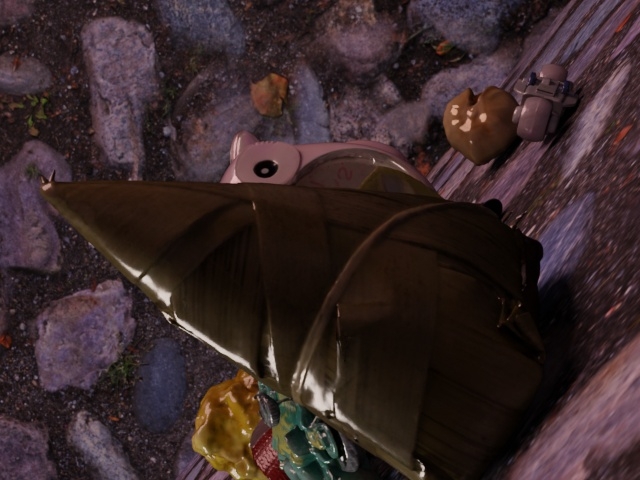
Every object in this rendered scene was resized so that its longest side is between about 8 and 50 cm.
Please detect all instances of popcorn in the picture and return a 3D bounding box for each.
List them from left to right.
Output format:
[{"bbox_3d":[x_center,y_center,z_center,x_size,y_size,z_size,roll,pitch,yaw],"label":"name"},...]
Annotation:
[{"bbox_3d":[-0.075,0.277,2.026,0.253,0.191,0.190,-43,12,-33],"label":"popcorn"}]

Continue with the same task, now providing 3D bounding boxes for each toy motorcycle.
[{"bbox_3d":[-0.005,0.237,1.497,0.109,0.198,0.296,-20,8,-16],"label":"toy motorcycle"},{"bbox_3d":[0.371,-0.220,2.192,0.112,0.112,0.254,-50,2,31],"label":"toy motorcycle"}]

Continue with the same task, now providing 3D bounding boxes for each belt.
[{"bbox_3d":[-0.008,0.256,1.712,0.124,0.128,0.201,-51,6,6],"label":"belt"}]

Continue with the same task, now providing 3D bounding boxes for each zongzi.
[{"bbox_3d":[0.009,-0.010,1.329,0.218,0.467,0.500,-56,0,18],"label":"zongzi"}]

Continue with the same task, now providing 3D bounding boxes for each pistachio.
[{"bbox_3d":[0.322,-0.224,2.560,0.157,0.157,0.229,-51,-10,15],"label":"pistachio"}]

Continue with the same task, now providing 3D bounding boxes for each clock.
[{"bbox_3d":[0.000,0.000,2.129,0.250,0.376,0.368,115,173,-69],"label":"clock"}]

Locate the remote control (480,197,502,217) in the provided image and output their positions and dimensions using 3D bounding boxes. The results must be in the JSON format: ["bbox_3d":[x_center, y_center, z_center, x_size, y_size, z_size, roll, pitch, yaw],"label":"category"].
[{"bbox_3d":[0.214,0.008,2.214,0.107,0.044,0.377,-57,3,-14],"label":"remote control"}]

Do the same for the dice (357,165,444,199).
[{"bbox_3d":[0.077,0.061,1.821,0.238,0.226,0.233,-49,4,38],"label":"dice"}]
